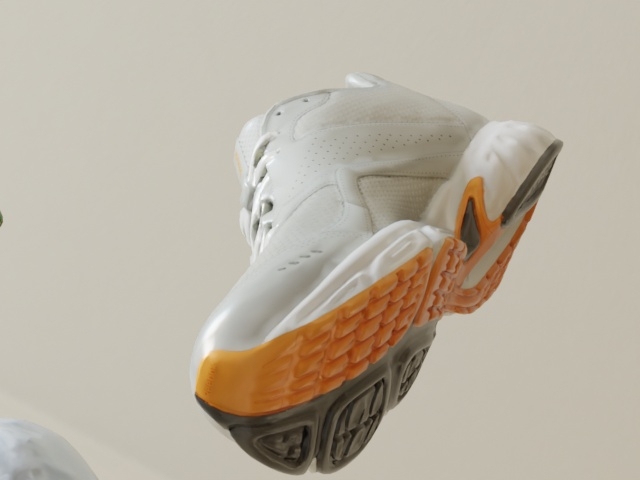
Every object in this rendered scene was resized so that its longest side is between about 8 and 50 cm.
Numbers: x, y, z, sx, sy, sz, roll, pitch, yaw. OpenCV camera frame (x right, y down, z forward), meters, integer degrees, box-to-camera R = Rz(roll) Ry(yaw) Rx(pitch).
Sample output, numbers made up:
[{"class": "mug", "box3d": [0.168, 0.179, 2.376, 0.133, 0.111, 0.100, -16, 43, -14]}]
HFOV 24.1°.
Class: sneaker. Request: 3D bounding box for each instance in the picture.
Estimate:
[{"class": "sneaker", "box3d": [0.000, 0.000, 0.602, 0.121, 0.262, 0.099, 28, -63, 15]}]

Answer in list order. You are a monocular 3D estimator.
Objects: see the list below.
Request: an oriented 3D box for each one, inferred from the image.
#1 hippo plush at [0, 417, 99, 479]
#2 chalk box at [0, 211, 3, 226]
[{"class": "hippo plush", "box3d": [-0.148, 0.136, 0.468, 0.237, 0.294, 0.234, 21, -35, -37]}, {"class": "chalk box", "box3d": [-0.358, -0.003, 0.998, 0.180, 0.289, 0.179, 59, -42, 15]}]
